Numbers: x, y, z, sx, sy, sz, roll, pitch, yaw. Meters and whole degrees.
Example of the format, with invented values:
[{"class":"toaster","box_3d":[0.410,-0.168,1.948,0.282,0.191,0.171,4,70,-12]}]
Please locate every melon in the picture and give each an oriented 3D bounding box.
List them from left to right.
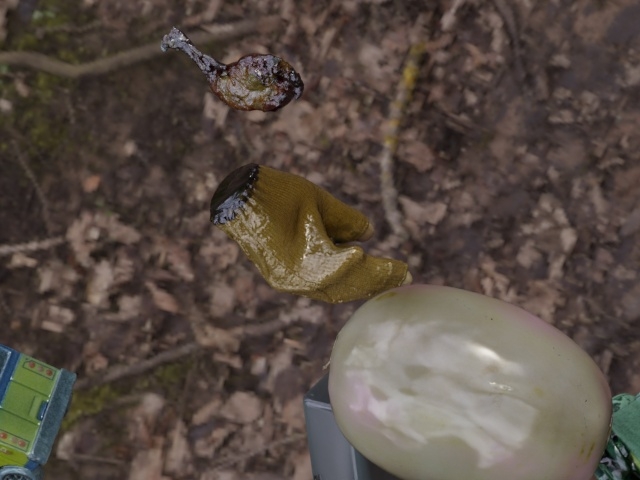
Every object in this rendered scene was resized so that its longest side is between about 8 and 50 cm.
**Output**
[{"class":"melon","box_3d":[0.155,0.166,1.268,0.317,0.223,0.223,15,88,17]}]

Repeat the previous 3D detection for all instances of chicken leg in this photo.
[{"class":"chicken leg","box_3d":[-0.128,-0.244,1.704,0.253,0.106,0.051,21,49,29]}]

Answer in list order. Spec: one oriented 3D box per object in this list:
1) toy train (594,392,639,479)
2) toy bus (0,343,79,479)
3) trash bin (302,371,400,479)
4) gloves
[{"class":"toy train","box_3d":[0.437,0.302,1.260,0.150,0.237,0.369,-43,29,7]},{"class":"toy bus","box_3d":[-0.462,0.270,1.536,0.312,0.190,0.152,-48,22,41]},{"class":"trash bin","box_3d":[0.064,0.268,1.479,0.101,0.176,0.236,9,119,35]},{"class":"gloves","box_3d":[-0.014,0.007,1.894,0.155,0.356,0.203,-55,16,31]}]
